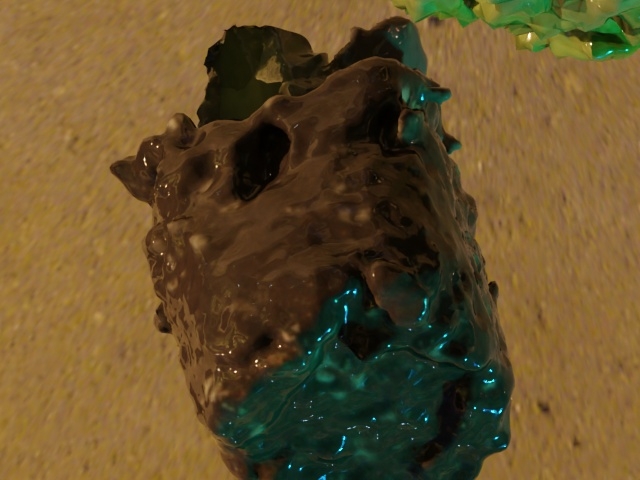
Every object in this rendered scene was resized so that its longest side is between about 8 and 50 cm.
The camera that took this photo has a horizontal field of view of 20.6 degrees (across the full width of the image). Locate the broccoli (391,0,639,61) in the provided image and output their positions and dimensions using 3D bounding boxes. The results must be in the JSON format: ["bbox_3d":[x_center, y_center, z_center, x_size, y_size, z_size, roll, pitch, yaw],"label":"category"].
[{"bbox_3d":[0.062,-0.177,0.471,0.186,0.302,0.254,0,97,6],"label":"broccoli"}]

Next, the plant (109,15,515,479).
[{"bbox_3d":[0.000,0.000,0.666,0.142,0.203,0.131,-27,127,3],"label":"plant"}]
